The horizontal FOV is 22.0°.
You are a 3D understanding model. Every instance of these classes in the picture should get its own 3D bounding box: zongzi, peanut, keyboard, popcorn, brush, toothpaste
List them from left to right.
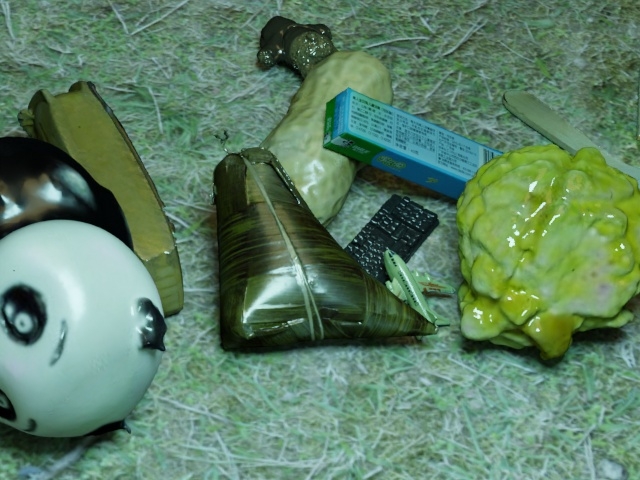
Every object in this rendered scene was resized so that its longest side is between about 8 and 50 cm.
[{"bbox_3d":[0.000,0.000,1.842,0.241,0.111,0.247,-1,68,-12],"label":"zongzi"},{"bbox_3d":[0.002,-0.118,2.007,0.130,0.130,0.290,21,49,12],"label":"peanut"},{"bbox_3d":[0.064,0.018,1.944,0.072,0.023,0.231,28,45,15],"label":"keyboard"},{"bbox_3d":[0.126,-0.105,1.977,0.267,0.050,0.065,20,62,-29],"label":"toothpaste"},{"bbox_3d":[0.252,0.007,1.862,0.259,0.259,0.212,3,19,-8],"label":"popcorn"},{"bbox_3d":[0.360,-0.104,2.138,0.085,0.020,0.336,-25,51,-32],"label":"brush"}]

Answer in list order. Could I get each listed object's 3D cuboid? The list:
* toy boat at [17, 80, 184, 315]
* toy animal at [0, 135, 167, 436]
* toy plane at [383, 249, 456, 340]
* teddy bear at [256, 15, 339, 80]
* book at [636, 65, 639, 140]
[{"bbox_3d":[-0.246,-0.044,1.881,0.089,0.121,0.321,-19,63,-29],"label":"toy boat"},{"bbox_3d":[-0.279,0.056,1.677,0.251,0.251,0.310,-17,53,-27],"label":"toy animal"},{"bbox_3d":[0.102,0.061,1.885,0.102,0.040,0.111,-23,70,-33],"label":"toy plane"},{"bbox_3d":[-0.019,-0.252,2.184,0.119,0.078,0.160,-30,56,-31],"label":"teddy bear"},{"bbox_3d":[0.553,-0.168,2.247,0.242,0.018,0.170,12,43,3],"label":"book"}]
